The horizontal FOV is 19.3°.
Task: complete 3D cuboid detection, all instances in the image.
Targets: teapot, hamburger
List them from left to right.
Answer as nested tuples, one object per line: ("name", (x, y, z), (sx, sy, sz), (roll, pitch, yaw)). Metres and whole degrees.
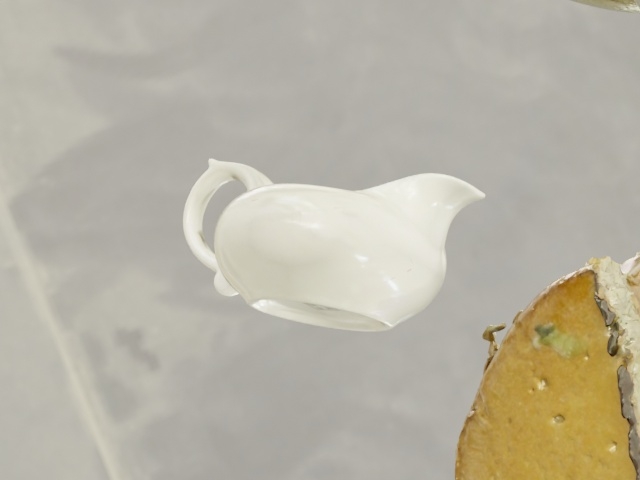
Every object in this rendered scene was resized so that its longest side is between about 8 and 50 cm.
("teapot", (0.000, 0.000, 1.656), (0.204, 0.298, 0.139), (25, 72, -62))
("hamburger", (0.282, 0.229, 1.905), (0.287, 0.268, 0.445), (-8, -85, 40))

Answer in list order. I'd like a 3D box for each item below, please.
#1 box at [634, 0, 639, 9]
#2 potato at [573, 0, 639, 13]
("box", (0.296, -0.324, 1.843), (0.233, 0.067, 0.149), (48, 23, -40))
("potato", (0.347, -0.407, 2.232), (0.359, 0.269, 0.219), (30, 0, 38))
